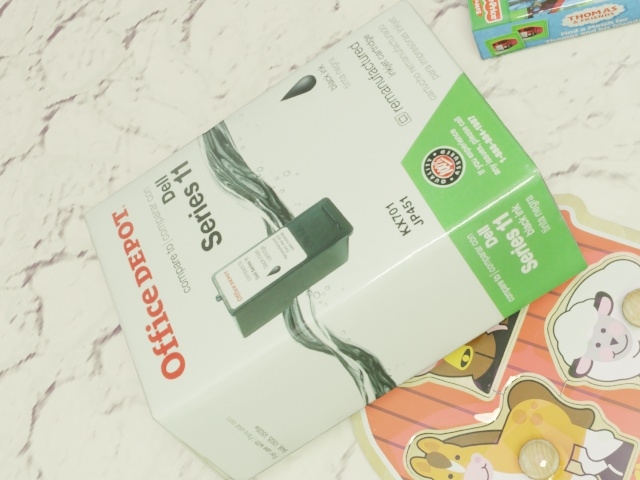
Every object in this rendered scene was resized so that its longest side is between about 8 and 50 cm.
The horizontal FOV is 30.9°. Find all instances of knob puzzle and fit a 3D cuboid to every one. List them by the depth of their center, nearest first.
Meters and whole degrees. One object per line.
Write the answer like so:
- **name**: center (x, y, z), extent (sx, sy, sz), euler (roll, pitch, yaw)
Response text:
- **knob puzzle**: center (0.091, 0.061, 0.578), extent (0.213, 0.030, 0.213), euler (-6, 69, 17)

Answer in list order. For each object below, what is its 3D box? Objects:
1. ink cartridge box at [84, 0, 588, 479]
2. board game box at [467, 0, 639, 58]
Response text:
- **ink cartridge box**: center (0.000, 0.000, 0.583), extent (0.208, 0.087, 0.153), euler (-34, 49, 5)
- **board game box**: center (0.179, -0.199, 0.636), extent (0.212, 0.039, 0.160), euler (-11, 67, 14)
